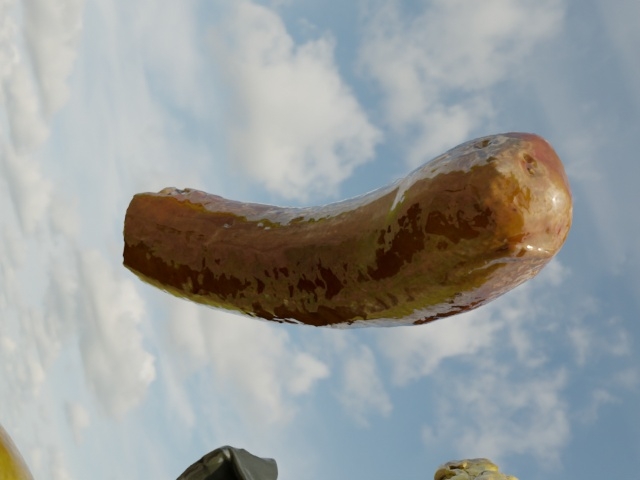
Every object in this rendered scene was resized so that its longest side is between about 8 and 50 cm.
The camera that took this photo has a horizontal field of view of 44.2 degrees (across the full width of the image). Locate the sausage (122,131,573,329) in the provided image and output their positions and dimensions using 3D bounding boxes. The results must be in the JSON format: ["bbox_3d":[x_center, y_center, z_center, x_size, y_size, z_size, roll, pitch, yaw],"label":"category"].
[{"bbox_3d":[0.003,0.004,0.456,0.302,0.076,0.102,-3,-53,39],"label":"sausage"}]

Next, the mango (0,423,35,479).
[{"bbox_3d":[-0.200,0.089,0.286,0.289,0.146,0.129,28,-63,10],"label":"mango"}]

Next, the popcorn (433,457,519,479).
[{"bbox_3d":[0.176,0.356,0.843,0.250,0.190,0.250,-6,90,-76],"label":"popcorn"}]

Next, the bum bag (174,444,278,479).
[{"bbox_3d":[-0.116,0.306,0.627,0.142,0.326,0.079,32,-41,7],"label":"bum bag"}]
